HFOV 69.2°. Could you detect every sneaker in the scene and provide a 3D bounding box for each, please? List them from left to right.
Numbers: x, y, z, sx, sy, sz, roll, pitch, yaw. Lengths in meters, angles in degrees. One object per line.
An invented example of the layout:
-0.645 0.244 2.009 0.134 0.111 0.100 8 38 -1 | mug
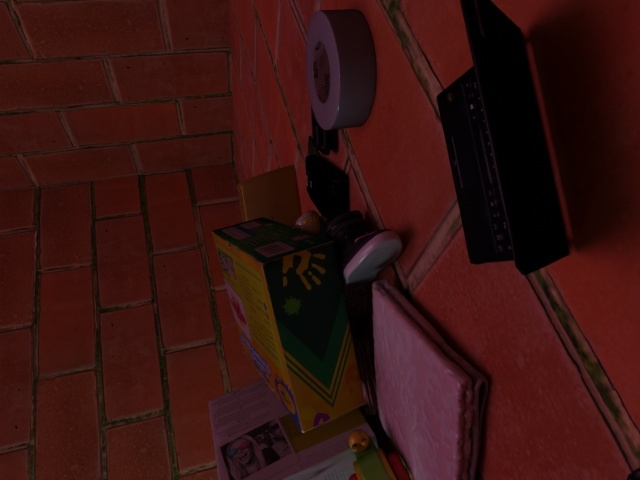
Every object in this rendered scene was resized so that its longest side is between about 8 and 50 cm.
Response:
0.000 0.000 1.217 0.126 0.091 0.240 49 -177 9 | sneaker
0.070 -0.002 0.915 0.295 0.105 0.146 111 141 -71 | sneaker

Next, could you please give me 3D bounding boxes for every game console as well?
0.012 -0.227 1.117 0.213 0.044 0.361 -131 34 -58 | game console

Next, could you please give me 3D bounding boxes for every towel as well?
0.088 0.330 1.187 0.282 0.049 0.187 147 114 -76 | towel
0.173 0.277 0.818 0.317 0.053 0.331 -131 34 -62 | towel

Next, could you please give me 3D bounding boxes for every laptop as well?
0.154 -0.085 0.481 0.264 0.137 0.234 159 101 -75 | laptop

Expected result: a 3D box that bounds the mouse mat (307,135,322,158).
-0.010 -0.184 1.304 0.152 0.007 0.189 95 160 -46 | mouse mat

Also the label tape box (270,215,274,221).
-0.118 0.118 1.494 0.333 0.106 0.240 63 -176 -51 | label tape box

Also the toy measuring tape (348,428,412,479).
0.145 0.516 0.879 0.330 0.121 0.121 61 162 8 | toy measuring tape

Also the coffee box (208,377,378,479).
-0.047 0.549 1.141 0.334 0.338 0.337 -134 26 -63 | coffee box

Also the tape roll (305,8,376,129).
0.034 -0.331 0.909 0.219 0.072 0.219 170 90 -76 | tape roll

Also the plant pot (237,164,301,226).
-0.189 -0.143 1.652 0.212 0.187 0.212 -163 64 -74 | plant pot

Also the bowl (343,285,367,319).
0.046 0.117 1.140 0.170 0.080 0.170 171 90 -75 | bowl

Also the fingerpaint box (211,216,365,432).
-0.093 0.160 1.103 0.445 0.163 0.371 19 123 64 | fingerpaint box

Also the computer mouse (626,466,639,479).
0.309 0.248 0.265 0.272 0.072 0.188 -97 6 -46 | computer mouse
